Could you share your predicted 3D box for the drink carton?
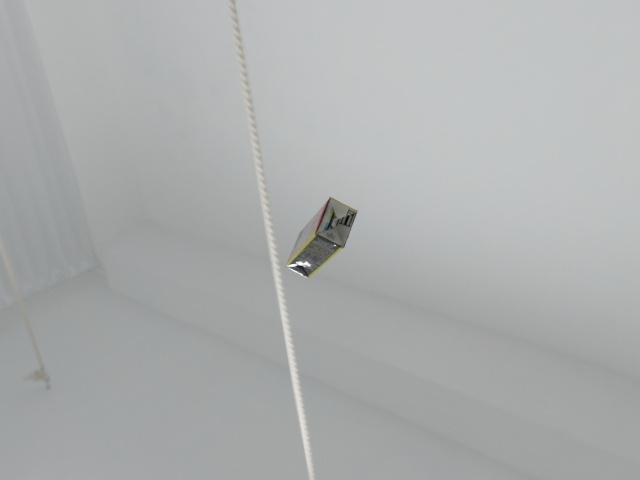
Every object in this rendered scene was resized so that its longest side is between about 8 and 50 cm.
[{"bbox_3d":[0.000,0.000,1.072,0.056,0.166,0.071,28,-115,-7],"label":"drink carton"}]
